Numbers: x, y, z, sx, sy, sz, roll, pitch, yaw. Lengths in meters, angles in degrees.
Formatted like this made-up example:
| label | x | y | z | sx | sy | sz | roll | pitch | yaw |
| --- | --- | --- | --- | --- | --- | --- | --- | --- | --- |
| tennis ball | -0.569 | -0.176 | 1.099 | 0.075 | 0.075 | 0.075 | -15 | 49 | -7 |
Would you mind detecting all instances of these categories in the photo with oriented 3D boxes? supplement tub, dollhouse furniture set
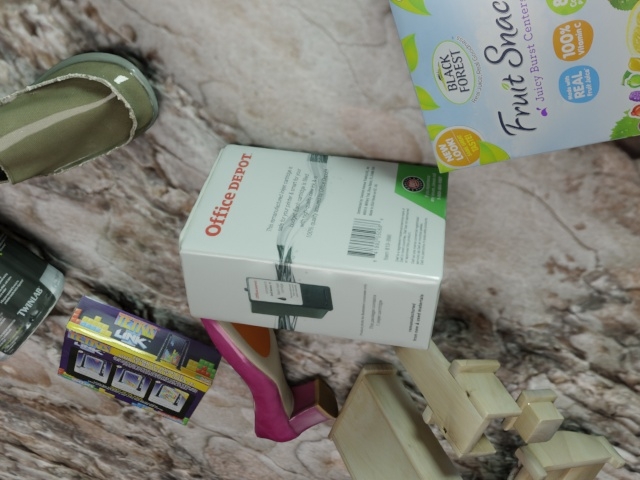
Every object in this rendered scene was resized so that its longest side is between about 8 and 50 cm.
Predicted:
| label | x | y | z | sx | sy | sz | roll | pitch | yaw |
| --- | --- | --- | --- | --- | --- | --- | --- | --- | --- |
| supplement tub | -0.377 | 0.030 | 0.759 | 0.190 | 0.117 | 0.117 | 41 | 126 | -20 |
| dollhouse furniture set | 0.215 | 0.232 | 0.854 | 0.355 | 0.174 | 0.303 | 4 | 123 | -31 |

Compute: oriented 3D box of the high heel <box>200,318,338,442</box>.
| label | x | y | z | sx | sy | sz | roll | pitch | yaw |
| --- | --- | --- | --- | --- | --- | --- | --- | --- | --- |
| high heel | -0.088 | 0.151 | 0.825 | 0.117 | 0.082 | 0.244 | -25 | 132 | 22 |

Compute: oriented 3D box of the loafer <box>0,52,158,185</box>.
| label | x | y | z | sx | sy | sz | roll | pitch | yaw |
| --- | --- | --- | --- | --- | --- | --- | --- | --- | --- |
| loafer | -0.257 | -0.089 | 0.652 | 0.251 | 0.087 | 0.094 | -16 | 124 | 24 |

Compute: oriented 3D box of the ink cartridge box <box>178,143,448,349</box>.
| label | x | y | z | sx | sy | sz | roll | pitch | yaw |
| --- | --- | --- | --- | --- | --- | --- | --- | --- | --- |
| ink cartridge box | 0.000 | 0.000 | 0.630 | 0.208 | 0.153 | 0.087 | 8 | 132 | 7 |

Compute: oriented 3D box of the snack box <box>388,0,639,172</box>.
| label | x | y | z | sx | sy | sz | roll | pitch | yaw |
| --- | --- | --- | --- | --- | --- | --- | --- | --- | --- |
| snack box | 0.166 | -0.152 | 0.521 | 0.207 | 0.070 | 0.175 | -9 | 128 | 21 |

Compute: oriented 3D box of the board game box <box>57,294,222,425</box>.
| label | x | y | z | sx | sy | sz | roll | pitch | yaw |
| --- | --- | --- | --- | --- | --- | --- | --- | --- | --- |
| board game box | -0.214 | 0.144 | 0.849 | 0.170 | 0.048 | 0.141 | 24 | 141 | -9 |
